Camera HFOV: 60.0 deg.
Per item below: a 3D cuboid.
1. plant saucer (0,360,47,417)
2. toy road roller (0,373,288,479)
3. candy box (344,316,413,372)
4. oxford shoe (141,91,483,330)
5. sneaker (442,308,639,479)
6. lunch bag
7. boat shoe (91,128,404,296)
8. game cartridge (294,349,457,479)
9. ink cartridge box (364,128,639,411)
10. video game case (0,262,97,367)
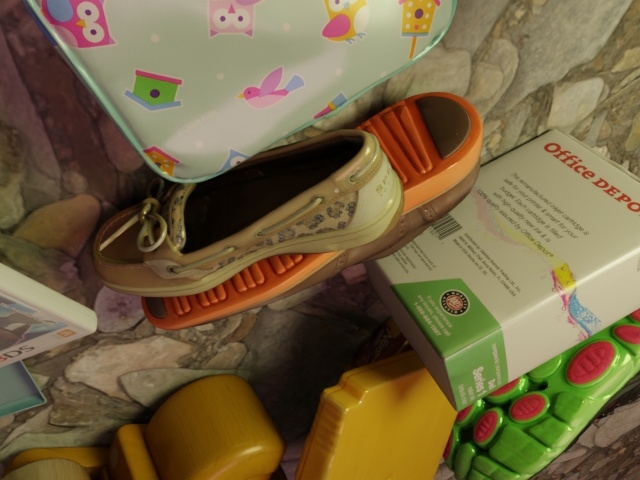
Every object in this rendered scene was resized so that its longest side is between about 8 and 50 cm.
[{"bbox_3d":[-0.337,0.108,0.543,0.067,0.018,0.192,-16,132,-14],"label":"plant saucer"},{"bbox_3d":[-0.186,0.284,0.641,0.330,0.202,0.240,14,107,-39],"label":"toy road roller"},{"bbox_3d":[0.137,0.187,0.810,0.187,0.053,0.109,28,108,-40],"label":"candy box"},{"bbox_3d":[0.000,0.000,0.552,0.364,0.130,0.132,-26,146,3],"label":"oxford shoe"},{"bbox_3d":[0.409,0.251,0.905,0.483,0.185,0.202,-43,128,12],"label":"sneaker"},{"bbox_3d":[-0.048,-0.191,0.386,0.279,0.108,0.224,-31,131,-1],"label":"lunch bag"},{"bbox_3d":[-0.079,-0.028,0.460,0.285,0.104,0.089,-16,149,14],"label":"boat shoe"},{"bbox_3d":[0.070,0.288,0.703,0.285,0.053,0.323,-2,112,-48],"label":"game cartridge"},{"bbox_3d":[0.210,0.021,0.613,0.278,0.201,0.117,-28,133,-4],"label":"ink cartridge box"},{"bbox_3d":[-0.297,0.057,0.386,0.184,0.023,0.201,-21,149,8],"label":"video game case"}]
